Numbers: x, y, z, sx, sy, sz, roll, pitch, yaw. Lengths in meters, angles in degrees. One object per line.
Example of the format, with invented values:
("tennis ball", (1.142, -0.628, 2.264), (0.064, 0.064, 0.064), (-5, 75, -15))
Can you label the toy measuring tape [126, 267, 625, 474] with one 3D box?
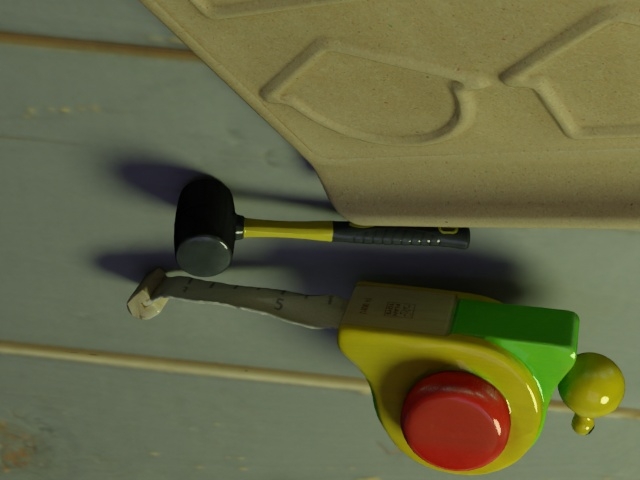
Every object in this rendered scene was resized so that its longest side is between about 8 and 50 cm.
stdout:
("toy measuring tape", (0.033, 0.090, 0.737), (0.330, 0.121, 0.121), (6, 130, 13))

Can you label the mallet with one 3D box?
("mallet", (0.000, 0.000, 0.693), (0.190, 0.062, 0.039), (7, 131, 1))

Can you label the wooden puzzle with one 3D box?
("wooden puzzle", (0.060, -0.128, 0.491), (0.322, 0.080, 0.348), (1, 149, 36))
